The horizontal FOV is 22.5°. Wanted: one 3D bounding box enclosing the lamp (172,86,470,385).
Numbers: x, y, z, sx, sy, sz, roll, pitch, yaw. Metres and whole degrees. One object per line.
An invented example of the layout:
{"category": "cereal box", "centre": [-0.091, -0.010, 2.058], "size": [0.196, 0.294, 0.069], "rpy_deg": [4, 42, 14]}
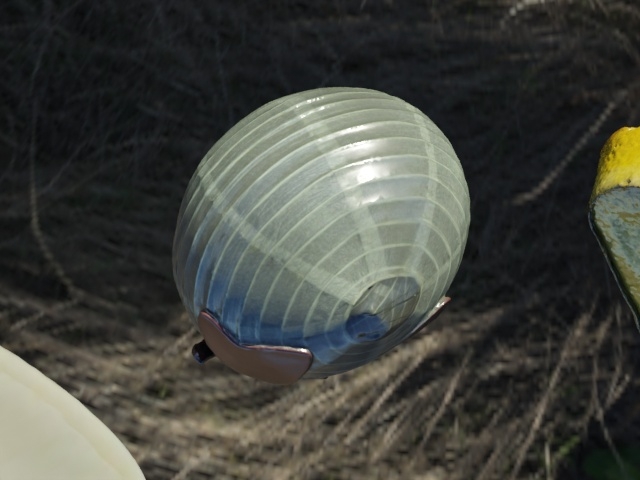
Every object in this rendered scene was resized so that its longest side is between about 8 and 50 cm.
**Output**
{"category": "lamp", "centre": [0.000, 0.000, 1.328], "size": [0.265, 0.233, 0.233], "rpy_deg": [-24, 115, -10]}

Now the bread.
{"category": "bread", "centre": [0.263, 0.021, 1.132], "size": [0.102, 0.094, 0.245], "rpy_deg": [-5, 132, 33]}

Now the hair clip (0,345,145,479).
{"category": "hair clip", "centre": [-0.143, 0.067, 0.387], "size": [0.113, 0.282, 0.172], "rpy_deg": [-6, 72, 26]}
